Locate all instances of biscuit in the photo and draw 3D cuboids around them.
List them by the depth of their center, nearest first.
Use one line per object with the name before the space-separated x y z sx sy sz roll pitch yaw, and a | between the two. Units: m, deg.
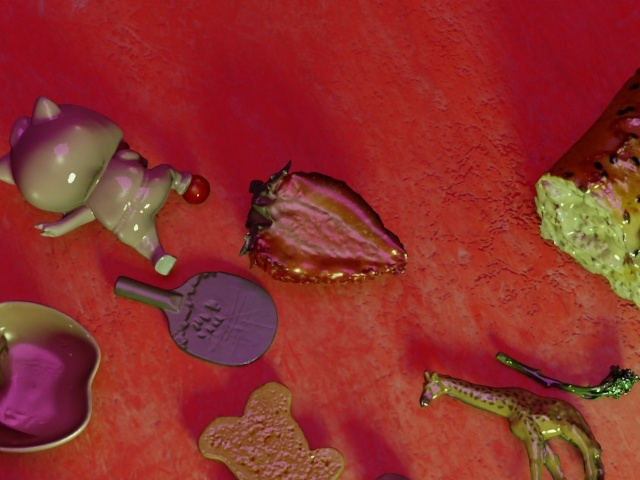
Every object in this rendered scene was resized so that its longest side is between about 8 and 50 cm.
biscuit | -0.049 0.317 1.890 0.165 0.036 0.250 -34 68 -12

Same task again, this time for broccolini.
broccolini | 0.332 0.186 1.940 0.194 0.054 0.052 7 87 5

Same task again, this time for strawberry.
strawberry | 0.008 -0.013 1.992 0.228 0.098 0.174 6 69 -1

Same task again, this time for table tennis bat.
table tennis bat | -0.173 0.095 1.990 0.234 0.022 0.131 18 70 5

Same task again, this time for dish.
dish | -0.392 0.192 1.913 0.213 0.090 0.213 1 69 -2

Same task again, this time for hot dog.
hot dog | 0.538 -0.079 1.971 0.367 0.196 0.365 39 70 12

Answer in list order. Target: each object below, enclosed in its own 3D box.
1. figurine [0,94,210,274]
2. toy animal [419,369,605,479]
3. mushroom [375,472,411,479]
figurine | -0.307 -0.080 2.007 0.287 0.186 0.176 26 102 -9
toy animal | 0.262 0.246 1.907 0.149 0.054 0.275 -43 76 -12
mushroom | 0.095 0.349 1.863 0.085 0.085 0.079 47 110 17
